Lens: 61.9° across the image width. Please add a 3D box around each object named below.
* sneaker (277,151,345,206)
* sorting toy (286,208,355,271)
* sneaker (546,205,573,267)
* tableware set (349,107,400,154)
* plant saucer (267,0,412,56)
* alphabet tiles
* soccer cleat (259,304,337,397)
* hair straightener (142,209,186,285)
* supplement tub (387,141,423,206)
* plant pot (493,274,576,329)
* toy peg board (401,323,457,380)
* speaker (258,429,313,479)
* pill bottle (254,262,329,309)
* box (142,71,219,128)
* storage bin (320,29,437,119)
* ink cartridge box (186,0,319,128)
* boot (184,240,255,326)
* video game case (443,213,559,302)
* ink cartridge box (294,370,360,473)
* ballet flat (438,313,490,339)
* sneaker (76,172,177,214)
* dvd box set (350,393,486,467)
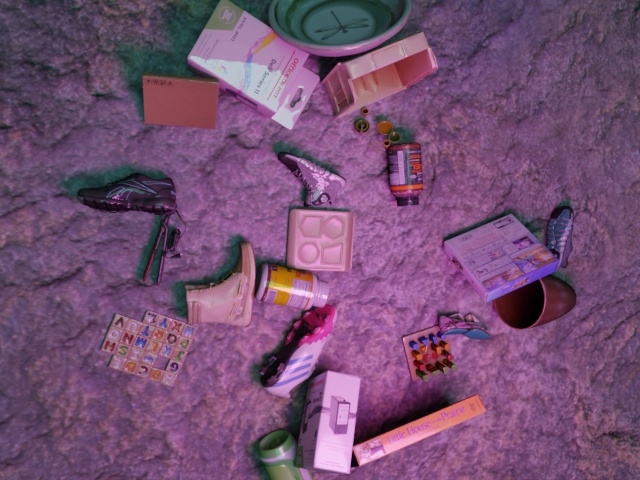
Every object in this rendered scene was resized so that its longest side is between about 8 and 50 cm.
[{"bbox_3d":[-0.043,-0.173,1.625,0.229,0.086,0.132,23,92,-17],"label":"sneaker"},{"bbox_3d":[0.000,0.000,1.683,0.208,0.038,0.192,3,96,-10],"label":"sorting toy"},{"bbox_3d":[0.857,-0.011,1.888,0.098,0.083,0.223,6,100,-36],"label":"sneaker"},{"bbox_3d":[0.172,-0.347,1.656,0.104,0.024,0.154,-35,75,-8],"label":"tableware set"},{"bbox_3d":[0.055,-0.625,1.512,0.401,0.400,0.100,-23,145,-11],"label":"plant saucer"},{"bbox_3d":[-0.518,0.312,1.596,0.237,0.009,0.198,23,90,-16],"label":"alphabet tiles"},{"bbox_3d":[-0.051,0.349,1.681,0.331,0.116,0.143,-48,127,-7],"label":"soccer cleat"},{"bbox_3d":[-0.448,0.023,1.569,0.089,0.047,0.230,17,87,-16],"label":"hair straightener"},{"bbox_3d":[0.271,-0.208,1.690,0.106,0.106,0.197,-8,99,-13],"label":"supplement tub"},{"bbox_3d":[0.754,0.193,1.823,0.231,0.215,0.215,3,96,-29],"label":"plant pot"},{"bbox_3d":[0.377,0.385,1.797,0.161,0.079,0.160,-16,100,-13],"label":"toy peg board"},{"bbox_3d":[-0.095,0.759,1.695,0.131,0.131,0.296,-22,101,-11],"label":"speaker"},{"bbox_3d":[-0.088,0.145,1.631,0.215,0.117,0.117,13,93,-16],"label":"pill bottle"},{"bbox_3d":[-0.390,-0.386,1.489,0.201,0.164,0.021,1,52,-15],"label":"box"},{"bbox_3d":[0.164,-0.480,1.554,0.262,0.260,0.123,-25,98,-10],"label":"storage bin"},{"bbox_3d":[-0.177,-0.496,1.532,0.354,0.119,0.207,29,86,-16],"label":"ink cartridge box"},{"bbox_3d":[-0.301,0.128,1.590,0.204,0.095,0.261,3,100,-13],"label":"boot"},{"bbox_3d":[0.582,0.052,1.736,0.270,0.244,0.061,-22,138,-11],"label":"video game case"},{"bbox_3d":[0.021,0.550,1.611,0.115,0.198,0.272,16,63,-13],"label":"ink cartridge box"},{"bbox_3d":[0.490,0.288,1.815,0.222,0.077,0.079,12,55,-29],"label":"ballet flat"},{"bbox_3d":[-0.543,-0.133,1.509,0.268,0.101,0.106,3,76,-16],"label":"sneaker"},{"bbox_3d":[0.283,0.609,1.693,0.421,0.307,0.062,-19,69,-11],"label":"dvd box set"}]
